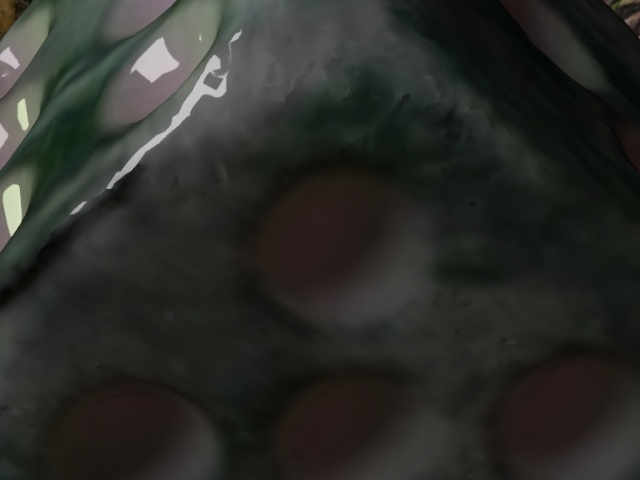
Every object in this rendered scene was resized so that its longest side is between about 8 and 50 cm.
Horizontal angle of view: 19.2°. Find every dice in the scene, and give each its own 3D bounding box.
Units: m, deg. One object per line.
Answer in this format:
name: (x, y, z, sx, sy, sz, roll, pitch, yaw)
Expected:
dice: (0.000, 0.000, 0.967, 0.330, 0.348, 0.328, -46, 23, 22)
